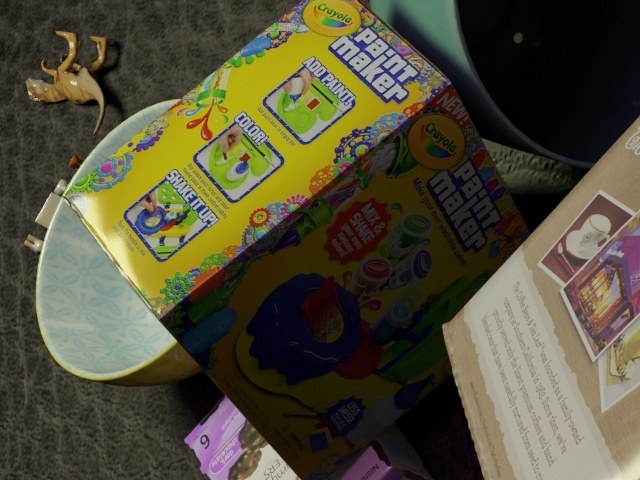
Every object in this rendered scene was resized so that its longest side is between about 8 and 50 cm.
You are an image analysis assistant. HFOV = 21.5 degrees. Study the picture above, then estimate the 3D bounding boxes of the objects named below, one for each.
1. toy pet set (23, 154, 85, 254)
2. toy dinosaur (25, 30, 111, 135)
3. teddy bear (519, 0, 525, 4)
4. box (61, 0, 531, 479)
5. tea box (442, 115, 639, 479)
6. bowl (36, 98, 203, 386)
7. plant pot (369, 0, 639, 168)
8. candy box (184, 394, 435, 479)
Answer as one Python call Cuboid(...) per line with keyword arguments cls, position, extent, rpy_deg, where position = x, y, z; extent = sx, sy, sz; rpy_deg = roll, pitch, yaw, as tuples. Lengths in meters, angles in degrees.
Cuboid(cls="toy pet set", position=(-0.282, -0.030, 1.920), extent=(0.122, 0.065, 0.114), rpy_deg=(-61, 7, -4))
Cuboid(cls="toy dinosaur", position=(-0.279, -0.187, 1.995), extent=(0.211, 0.064, 0.112), rpy_deg=(16, 99, 56))
Cuboid(cls="teddy bear", position=(0.159, -0.364, 1.612), extent=(0.245, 0.113, 0.338), rpy_deg=(28, 90, 46))
Cuboid(cls="box", position=(0.000, 0.000, 1.373), extent=(0.279, 0.290, 0.177), rpy_deg=(-40, 49, -4))
Cuboid(cls="tea box", position=(0.274, 0.133, 1.000), extent=(0.220, 0.323, 0.329), rpy_deg=(-48, 17, 15))
Cuboid(cls="bowl", position=(-0.127, 0.022, 1.652), extent=(0.289, 0.156, 0.289), rpy_deg=(-21, 56, 35))
Cuboid(cls="plant pot", position=(0.176, -0.212, 1.401), extent=(0.235, 0.293, 0.293), rpy_deg=(13, 78, 64))
Cuboid(cls="candy box", position=(-0.013, 0.197, 1.507), extent=(0.165, 0.070, 0.196), rpy_deg=(-48, 47, 14))
